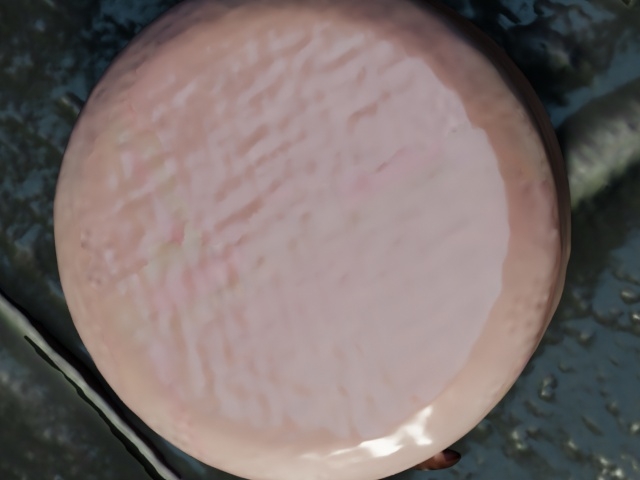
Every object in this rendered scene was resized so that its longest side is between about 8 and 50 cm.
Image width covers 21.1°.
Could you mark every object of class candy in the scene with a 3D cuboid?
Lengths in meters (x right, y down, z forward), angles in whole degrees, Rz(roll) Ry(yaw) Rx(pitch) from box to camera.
[{"bbox_3d":[0.000,0.000,0.818,0.255,0.094,0.255,1,95,13],"label":"candy"}]
